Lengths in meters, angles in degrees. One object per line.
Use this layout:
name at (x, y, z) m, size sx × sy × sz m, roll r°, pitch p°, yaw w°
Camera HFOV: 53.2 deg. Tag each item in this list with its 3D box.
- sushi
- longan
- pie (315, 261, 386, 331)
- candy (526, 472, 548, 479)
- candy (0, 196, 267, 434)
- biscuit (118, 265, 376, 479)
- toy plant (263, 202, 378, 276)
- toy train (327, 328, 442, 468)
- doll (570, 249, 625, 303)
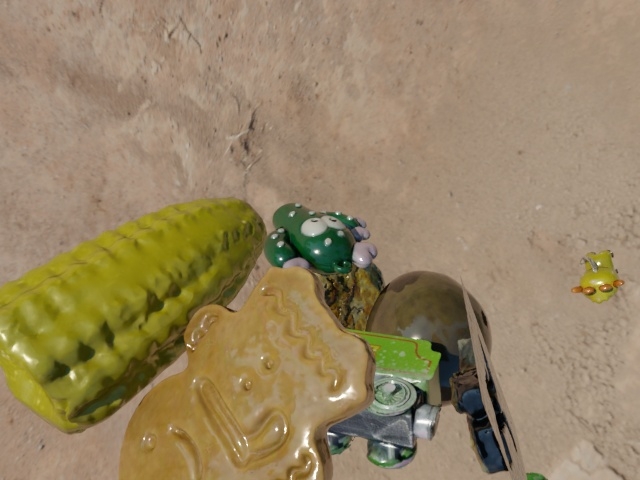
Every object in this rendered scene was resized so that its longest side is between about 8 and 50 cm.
sushi at (0.266, 0.292, 1.040) m, size 0.064 × 0.343 × 0.359 m, roll -19°, pitch 112°, yaw 15°
longan at (0.250, 0.229, 1.505) m, size 0.318 × 0.319 × 0.319 m, roll -1°, pitch 94°, yaw -11°
pie at (0.042, 0.177, 1.700) m, size 0.338 × 0.077 × 0.339 m, roll -7°, pitch 107°, yaw -24°
candy at (0.587, 0.683, 1.493) m, size 0.097 × 0.097 × 0.323 m, roll -42°, pitch 75°, yaw -6°
candy at (-0.115, 0.032, 0.424) m, size 0.106 × 0.094 × 0.199 m, roll 44°, pitch 58°, yaw 13°
biscuit at (-0.052, 0.098, 0.360) m, size 0.184 × 0.027 × 0.133 m, roll -36°, pitch 58°, yaw 15°
toy plant at (-0.004, 0.002, 1.318) m, size 0.232 × 0.243 × 0.113 m, roll 0°, pitch 121°, yaw -8°
toy train at (0.100, 0.305, 1.281) m, size 0.307 × 0.249 × 0.174 m, roll 5°, pitch 120°, yaw 25°
doll at (0.809, 0.110, 1.850) m, size 0.142 × 0.221 × 0.136 m, roll -11°, pitch 99°, yaw 31°
